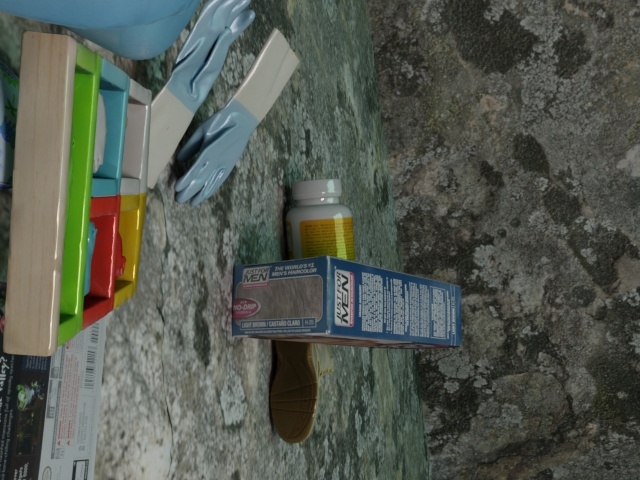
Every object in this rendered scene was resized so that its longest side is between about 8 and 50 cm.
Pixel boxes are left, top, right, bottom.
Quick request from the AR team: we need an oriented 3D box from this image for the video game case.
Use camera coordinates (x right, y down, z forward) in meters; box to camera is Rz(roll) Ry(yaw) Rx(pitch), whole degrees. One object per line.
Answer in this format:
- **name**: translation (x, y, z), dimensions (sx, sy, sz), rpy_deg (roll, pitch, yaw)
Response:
- **video game case**: translation (-0.220, 0.133, 0.522), dimensions (0.173, 0.022, 0.190), rpy_deg (45, 44, -70)

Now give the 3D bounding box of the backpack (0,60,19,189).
- **backpack**: translation (-0.228, -0.063, 0.417), dimensions (0.105, 0.084, 0.114), rpy_deg (56, 36, -59)

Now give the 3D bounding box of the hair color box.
- **hair color box**: translation (0.052, 0.102, 1.040), dimensions (0.347, 0.174, 0.105), rpy_deg (15, 72, -49)

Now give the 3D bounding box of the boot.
- **boot**: translation (-0.024, 0.224, 1.151), dimensions (0.165, 0.077, 0.213), rpy_deg (53, 33, -68)

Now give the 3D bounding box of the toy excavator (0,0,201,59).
- **toy excavator**: translation (-0.133, -0.240, 0.470), dimensions (0.445, 0.222, 0.432), rpy_deg (-47, -161, 52)

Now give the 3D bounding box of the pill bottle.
- **pill bottle**: translation (0.000, 0.000, 1.217), dimensions (0.117, 0.118, 0.208), rpy_deg (-10, 95, -76)

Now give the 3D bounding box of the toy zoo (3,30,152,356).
- **toy zoo**: translation (-0.173, -0.037, 0.552), dimensions (0.293, 0.030, 0.192), rpy_deg (-127, -138, -85)

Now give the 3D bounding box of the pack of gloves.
- **pack of gloves**: translation (-0.130, -0.156, 0.777), dimensions (0.232, 0.046, 0.195), rpy_deg (-59, 156, -4)
